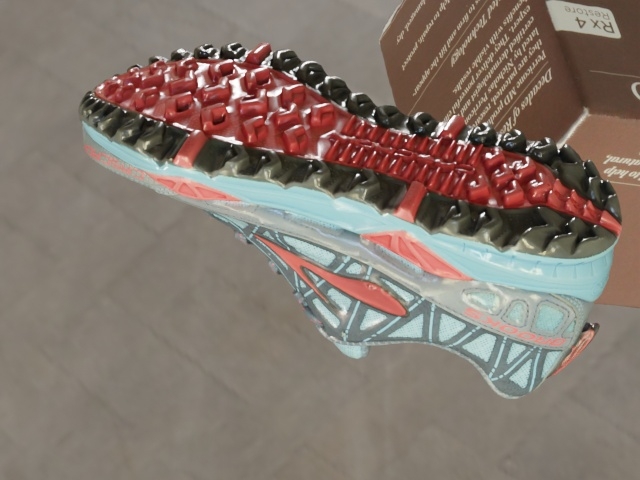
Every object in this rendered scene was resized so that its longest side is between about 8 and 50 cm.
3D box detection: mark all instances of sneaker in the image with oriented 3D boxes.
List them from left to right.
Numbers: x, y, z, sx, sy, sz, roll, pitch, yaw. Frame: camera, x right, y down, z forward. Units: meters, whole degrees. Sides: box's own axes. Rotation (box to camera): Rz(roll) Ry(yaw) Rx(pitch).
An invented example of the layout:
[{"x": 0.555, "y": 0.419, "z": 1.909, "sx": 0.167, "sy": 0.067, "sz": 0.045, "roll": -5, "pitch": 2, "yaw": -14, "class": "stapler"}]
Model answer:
[{"x": 0.000, "y": 0.000, "z": 0.835, "sx": 0.262, "sy": 0.125, "sz": 0.104, "roll": 21, "pitch": 38, "yaw": 21, "class": "sneaker"}]

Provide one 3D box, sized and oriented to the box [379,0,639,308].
[{"x": 0.159, "y": -0.090, "z": 1.107, "sx": 0.167, "sy": 0.168, "sz": 0.203, "roll": -55, "pitch": 38, "yaw": 44, "class": "box"}]
